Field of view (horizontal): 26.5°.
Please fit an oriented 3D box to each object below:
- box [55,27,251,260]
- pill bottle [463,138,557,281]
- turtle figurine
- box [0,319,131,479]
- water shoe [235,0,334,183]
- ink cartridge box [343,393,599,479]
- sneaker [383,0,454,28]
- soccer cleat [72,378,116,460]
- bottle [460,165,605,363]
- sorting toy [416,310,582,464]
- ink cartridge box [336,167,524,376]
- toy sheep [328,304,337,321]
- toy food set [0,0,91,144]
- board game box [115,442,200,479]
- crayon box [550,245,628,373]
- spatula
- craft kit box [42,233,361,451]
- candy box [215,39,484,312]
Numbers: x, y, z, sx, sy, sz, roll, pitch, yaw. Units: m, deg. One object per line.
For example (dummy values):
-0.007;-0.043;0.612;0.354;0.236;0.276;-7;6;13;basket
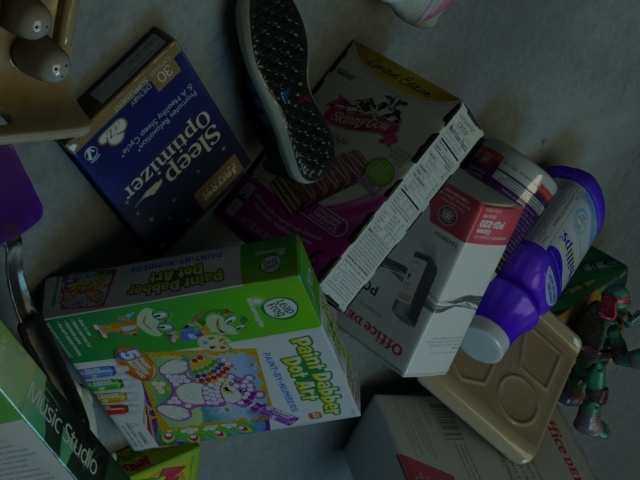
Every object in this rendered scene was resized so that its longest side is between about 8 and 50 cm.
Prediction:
-0.145;-0.076;1.267;0.136;0.036;0.225;-46;145;-12;box
0.186;-0.016;1.627;0.193;0.108;0.108;-54;144;-2;pill bottle
0.394;0.141;1.849;0.175;0.118;0.234;-76;-175;-66;turtle figurine
-0.295;0.195;1.136;0.322;0.232;0.058;62;24;-43;box
-0.052;-0.147;1.289;0.073;0.080;0.203;-29;112;-36;water shoe
0.200;0.310;1.735;0.283;0.207;0.117;5;131;-27;ink cartridge box
0.143;-0.314;1.360;0.252;0.103;0.111;-43;147;-6;sneaker
-0.283;0.154;1.251;0.143;0.116;0.331;-59;149;-34;soccer cleat
0.263;0.032;1.710;0.283;0.092;0.118;-52;141;-32;bottle
0.227;0.152;1.736;0.038;0.193;0.208;-33;-161;54;sorting toy
0.104;0.022;1.520;0.092;0.158;0.218;0;118;-50;ink cartridge box
-0.027;0.079;1.483;0.091;0.091;0.132;-54;139;-1;toy sheep
-0.237;-0.211;1.004;0.219;0.092;0.306;-12;126;-44;toy food set
-0.216;0.275;1.457;0.181;0.043;0.092;-19;131;-39;board game box
0.306;0.141;1.911;0.278;0.081;0.165;-30;137;-31;crayon box
-0.252;0.048;1.163;0.084;0.030;0.296;-34;120;-36;spatula
-0.106;0.106;1.316;0.246;0.061;0.250;-13;140;9;craft kit box
0.028;-0.067;1.364;0.233;0.159;0.071;-52;145;-6;candy box
